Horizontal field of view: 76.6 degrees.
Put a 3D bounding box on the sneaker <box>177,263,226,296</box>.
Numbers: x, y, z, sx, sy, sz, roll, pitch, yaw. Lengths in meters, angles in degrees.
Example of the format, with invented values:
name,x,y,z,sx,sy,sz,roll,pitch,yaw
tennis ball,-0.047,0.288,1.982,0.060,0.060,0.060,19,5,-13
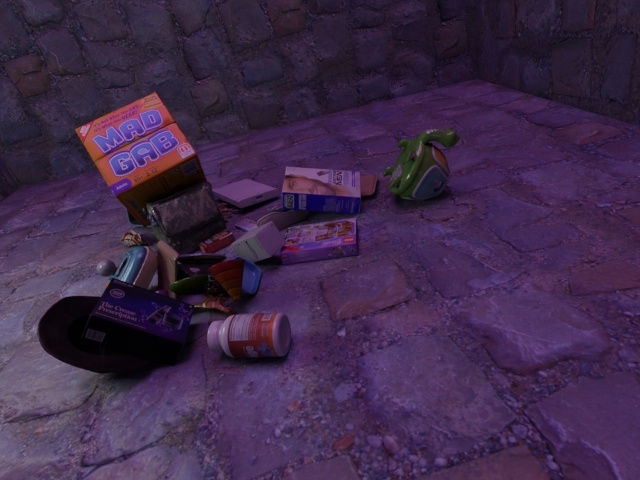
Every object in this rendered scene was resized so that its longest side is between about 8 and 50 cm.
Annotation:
name,x,y,z,sx,sy,sz,roll,pitch,yaw
sneaker,-0.434,0.135,1.513,0.287,0.108,0.130,10,27,24

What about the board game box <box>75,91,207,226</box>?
name,x,y,z,sx,sy,sz,roll,pitch,yaw
board game box,-0.755,-0.342,1.791,0.356,0.356,0.356,-32,78,-15

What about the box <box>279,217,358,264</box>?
name,x,y,z,sx,sy,sz,roll,pitch,yaw
box,0.000,0.000,1.587,0.294,0.057,0.200,-8,30,10

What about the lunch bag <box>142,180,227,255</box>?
name,x,y,z,sx,sy,sz,roll,pitch,yaw
lunch bag,-0.597,-0.104,1.792,0.305,0.255,0.213,-30,42,-26

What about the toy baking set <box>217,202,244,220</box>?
name,x,y,z,sx,sy,sz,roll,pitch,yaw
toy baking set,-0.498,-0.143,2.071,0.197,0.030,0.256,15,40,36

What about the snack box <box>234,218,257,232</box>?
name,x,y,z,sx,sy,sz,roll,pitch,yaw
snack box,-0.317,-0.062,1.859,0.178,0.022,0.064,17,43,42

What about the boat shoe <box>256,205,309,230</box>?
name,x,y,z,sx,sy,sz,roll,pitch,yaw
boat shoe,-0.175,-0.111,1.811,0.255,0.095,0.079,-26,33,-23

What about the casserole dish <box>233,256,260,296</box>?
name,x,y,z,sx,sy,sz,roll,pitch,yaw
casserole dish,-0.277,0.132,1.446,0.037,0.114,0.188,-50,19,26

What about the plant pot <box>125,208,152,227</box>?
name,x,y,z,sx,sy,sz,roll,pitch,yaw
plant pot,-0.855,-0.220,2.150,0.248,0.246,0.252,5,19,29

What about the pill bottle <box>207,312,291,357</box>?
name,x,y,z,sx,sy,sz,roll,pitch,yaw
pill bottle,-0.201,0.269,1.148,0.216,0.121,0.121,-6,31,14

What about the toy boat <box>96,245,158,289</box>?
name,x,y,z,sx,sy,sz,roll,pitch,yaw
toy boat,-0.743,0.134,1.522,0.318,0.148,0.267,4,69,54

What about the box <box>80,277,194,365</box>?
name,x,y,z,sx,sy,sz,roll,pitch,yaw
box,-0.532,0.240,1.211,0.261,0.103,0.184,24,21,-19

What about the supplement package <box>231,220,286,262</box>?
name,x,y,z,sx,sy,sz,roll,pitch,yaw
supplement package,-0.238,0.012,1.557,0.179,0.105,0.105,-18,19,47

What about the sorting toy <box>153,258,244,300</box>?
name,x,y,z,sx,sy,sz,roll,pitch,yaw
sorting toy,-0.398,0.180,1.336,0.366,0.126,0.127,-23,-10,12

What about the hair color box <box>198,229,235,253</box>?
name,x,y,z,sx,sy,sz,roll,pitch,yaw
hair color box,-0.453,0.007,1.775,0.141,0.043,0.072,-31,33,-29

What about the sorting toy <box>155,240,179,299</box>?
name,x,y,z,sx,sy,sz,roll,pitch,yaw
sorting toy,-0.557,0.122,1.486,0.038,0.208,0.193,-2,18,-39

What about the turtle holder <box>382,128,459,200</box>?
name,x,y,z,sx,sy,sz,roll,pitch,yaw
turtle holder,0.433,-0.322,1.727,0.228,0.320,0.243,21,5,-12

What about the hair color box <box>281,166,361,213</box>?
name,x,y,z,sx,sy,sz,roll,pitch,yaw
hair color box,0.006,-0.224,1.799,0.339,0.110,0.185,3,47,1

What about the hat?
name,x,y,z,sx,sy,sz,roll,pitch,yaw
hat,-0.659,0.306,1.211,0.332,0.133,0.331,27,24,-13

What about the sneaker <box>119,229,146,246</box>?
name,x,y,z,sx,sy,sz,roll,pitch,yaw
sneaker,-0.905,0.004,1.953,0.084,0.069,0.186,-41,33,-25

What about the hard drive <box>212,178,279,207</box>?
name,x,y,z,sx,sy,sz,roll,pitch,yaw
hard drive,-0.408,-0.258,2.169,0.233,0.047,0.353,-23,27,-29

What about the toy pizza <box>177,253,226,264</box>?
name,x,y,z,sx,sy,sz,roll,pitch,yaw
toy pizza,-0.469,0.078,1.586,0.202,0.032,0.201,-3,-9,0

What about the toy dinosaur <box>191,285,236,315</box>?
name,x,y,z,sx,sy,sz,roll,pitch,yaw
toy dinosaur,-0.384,0.214,1.374,0.212,0.064,0.112,-3,32,18

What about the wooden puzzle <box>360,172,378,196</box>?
name,x,y,z,sx,sy,sz,roll,pitch,yaw
wooden puzzle,0.162,-0.255,1.981,0.239,0.044,0.221,-8,30,19
